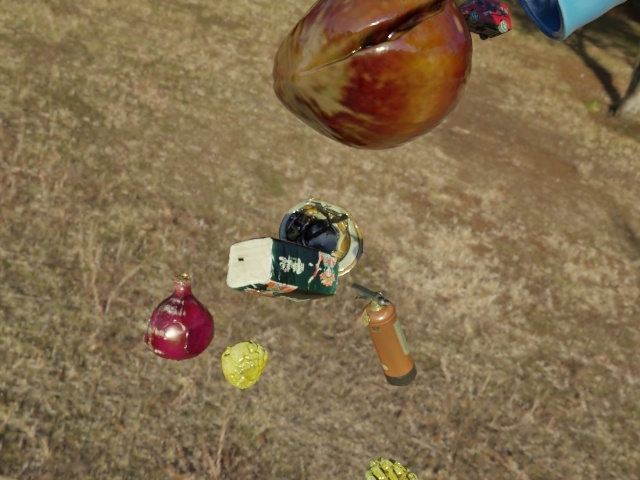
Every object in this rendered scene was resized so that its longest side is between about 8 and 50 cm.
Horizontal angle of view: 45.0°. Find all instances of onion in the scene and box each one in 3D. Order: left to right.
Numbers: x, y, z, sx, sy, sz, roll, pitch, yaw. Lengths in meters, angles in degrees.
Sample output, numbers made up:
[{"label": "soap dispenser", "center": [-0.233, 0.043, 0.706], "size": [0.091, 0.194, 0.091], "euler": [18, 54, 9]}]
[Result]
[{"label": "onion", "center": [-0.341, 0.193, 1.937], "size": [0.139, 0.218, 0.195], "euler": [16, 7, 27]}]

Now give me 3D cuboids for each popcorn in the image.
[{"label": "popcorn", "center": [-0.195, 0.309, 1.944], "size": [0.106, 0.121, 0.116], "euler": [16, 15, 25]}]

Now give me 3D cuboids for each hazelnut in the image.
[{"label": "hazelnut", "center": [0.117, -0.369, 1.646], "size": [0.402, 0.402, 0.429], "euler": [0, -5, -41]}]

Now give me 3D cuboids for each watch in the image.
[{"label": "watch", "center": [0.382, -0.493, 1.252], "size": [0.275, 0.241, 0.305], "euler": [62, 10, 21]}]

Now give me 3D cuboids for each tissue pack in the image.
[{"label": "tissue pack", "center": [-0.059, 0.050, 1.274], "size": [0.103, 0.091, 0.170], "euler": [-8, -14, 40]}]

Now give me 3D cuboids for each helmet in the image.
[{"label": "helmet", "center": [0.000, 0.000, 2.018], "size": [0.224, 0.198, 0.130], "euler": [35, -5, 2]}]

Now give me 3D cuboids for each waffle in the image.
[{"label": "waffle", "center": [0.135, 0.486, 1.396], "size": [0.169, 0.036, 0.184], "euler": [33, 42, -39]}]

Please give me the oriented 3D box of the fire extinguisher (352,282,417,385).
[{"label": "fire extinguisher", "center": [0.092, 0.133, 1.105], "size": [0.062, 0.177, 0.050], "euler": [10, 44, 39]}]

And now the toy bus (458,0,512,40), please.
[{"label": "toy bus", "center": [0.427, -0.604, 2.076], "size": [0.195, 0.089, 0.081], "euler": [3, -9, -39]}]
